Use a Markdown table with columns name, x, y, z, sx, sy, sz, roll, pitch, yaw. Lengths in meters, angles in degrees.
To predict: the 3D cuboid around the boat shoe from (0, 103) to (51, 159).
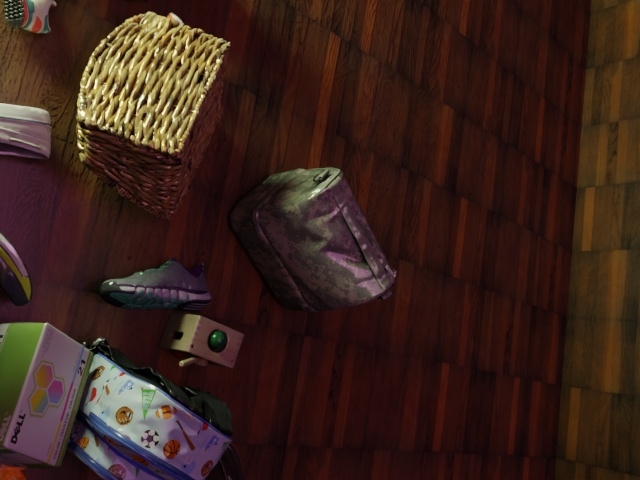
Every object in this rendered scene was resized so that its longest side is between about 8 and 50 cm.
| name | x | y | z | sx | sy | sz | roll | pitch | yaw |
| --- | --- | --- | --- | --- | --- | --- | --- | --- | --- |
| boat shoe | -0.550 | -0.164 | 0.962 | 0.267 | 0.096 | 0.088 | -4 | 85 | -50 |

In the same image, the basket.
| name | x | y | z | sx | sy | sz | roll | pitch | yaw |
| --- | --- | --- | --- | --- | --- | --- | --- | --- | --- |
| basket | -0.312 | -0.226 | 1.133 | 0.213 | 0.223 | 0.299 | 18 | 58 | -6 |

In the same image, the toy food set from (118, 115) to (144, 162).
| name | x | y | z | sx | sy | sz | roll | pitch | yaw |
| --- | --- | --- | --- | --- | --- | --- | --- | --- | --- |
| toy food set | -0.343 | -0.195 | 1.188 | 0.132 | 0.038 | 0.192 | 3 | 75 | -47 |

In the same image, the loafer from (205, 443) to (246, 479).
| name | x | y | z | sx | sy | sz | roll | pitch | yaw |
| --- | --- | --- | --- | --- | --- | --- | --- | --- | --- |
| loafer | -0.200 | 0.469 | 1.242 | 0.078 | 0.080 | 0.220 | -37 | 112 | -38 |

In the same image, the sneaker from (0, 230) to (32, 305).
| name | x | y | z | sx | sy | sz | roll | pitch | yaw |
| --- | --- | --- | --- | --- | --- | --- | --- | --- | --- |
| sneaker | -0.563 | -0.003 | 0.943 | 0.121 | 0.111 | 0.300 | -46 | 114 | -19 |

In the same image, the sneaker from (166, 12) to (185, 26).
| name | x | y | z | sx | sy | sz | roll | pitch | yaw |
| --- | --- | --- | --- | --- | --- | --- | --- | --- | --- |
| sneaker | -0.273 | -0.373 | 1.255 | 0.065 | 0.061 | 0.158 | -39 | 115 | -7 |

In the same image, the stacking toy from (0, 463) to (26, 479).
| name | x | y | z | sx | sy | sz | roll | pitch | yaw |
| --- | --- | --- | --- | --- | --- | --- | --- | --- | --- |
| stacking toy | -0.498 | 0.454 | 0.952 | 0.166 | 0.175 | 0.302 | 34 | 51 | -43 |

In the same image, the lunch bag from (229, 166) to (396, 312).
| name | x | y | z | sx | sy | sz | roll | pitch | yaw |
| --- | --- | --- | --- | --- | --- | --- | --- | --- | --- |
| lunch bag | 0.000 | 0.000 | 1.332 | 0.212 | 0.256 | 0.305 | -44 | 116 | -34 |

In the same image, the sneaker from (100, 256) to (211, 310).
| name | x | y | z | sx | sy | sz | roll | pitch | yaw |
| --- | --- | --- | --- | --- | --- | --- | --- | --- | --- |
| sneaker | -0.313 | 0.077 | 1.183 | 0.223 | 0.083 | 0.098 | 13 | 58 | -45 |

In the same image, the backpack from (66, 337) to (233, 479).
| name | x | y | z | sx | sy | sz | roll | pitch | yaw |
| --- | --- | --- | --- | --- | --- | --- | --- | --- | --- |
| backpack | -0.289 | 0.315 | 1.050 | 0.276 | 0.263 | 0.213 | 40 | 62 | -34 |

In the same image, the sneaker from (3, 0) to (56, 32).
| name | x | y | z | sx | sy | sz | roll | pitch | yaw |
| --- | --- | --- | --- | --- | --- | --- | --- | --- | --- |
| sneaker | -0.491 | -0.429 | 1.060 | 0.075 | 0.057 | 0.161 | 6 | 79 | -63 |

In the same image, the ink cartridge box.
| name | x | y | z | sx | sy | sz | roll | pitch | yaw |
| --- | --- | --- | --- | --- | --- | --- | --- | --- | --- |
| ink cartridge box | -0.458 | 0.203 | 0.896 | 0.255 | 0.097 | 0.189 | 66 | 26 | -56 |

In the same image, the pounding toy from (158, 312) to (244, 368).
| name | x | y | z | sx | sy | sz | roll | pitch | yaw |
| --- | --- | --- | --- | --- | --- | --- | --- | --- | --- |
| pounding toy | -0.231 | 0.202 | 1.189 | 0.130 | 0.141 | 0.100 | 31 | 68 | -37 |
